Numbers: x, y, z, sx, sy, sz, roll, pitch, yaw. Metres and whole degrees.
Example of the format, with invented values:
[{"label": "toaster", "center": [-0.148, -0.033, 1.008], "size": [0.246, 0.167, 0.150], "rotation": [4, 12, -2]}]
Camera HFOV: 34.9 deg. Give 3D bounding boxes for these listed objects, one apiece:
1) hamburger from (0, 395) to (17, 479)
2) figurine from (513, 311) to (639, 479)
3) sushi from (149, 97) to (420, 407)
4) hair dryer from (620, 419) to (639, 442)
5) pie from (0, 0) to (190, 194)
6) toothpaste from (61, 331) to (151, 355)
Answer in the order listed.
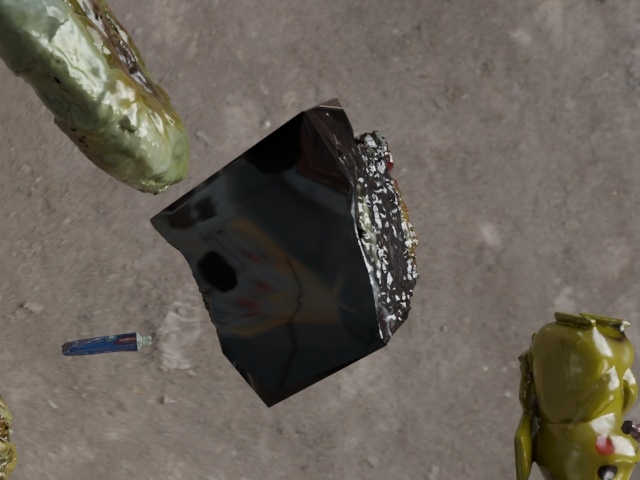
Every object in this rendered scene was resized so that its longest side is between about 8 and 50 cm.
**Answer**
[{"label": "hamburger", "center": [-0.462, 0.227, 1.208], "size": [0.206, 0.183, 0.130], "rotation": [2, 59, -3]}, {"label": "figurine", "center": [0.381, 0.267, 1.518], "size": [0.218, 0.169, 0.326], "rotation": [8, 75, -46]}, {"label": "sushi", "center": [0.001, 0.001, 1.054], "size": [0.227, 0.215, 0.212], "rotation": [57, 29, -2]}, {"label": "hair dryer", "center": [0.412, 0.249, 1.236], "size": [0.154, 0.106, 0.054], "rotation": [25, 101, -33]}, {"label": "pie", "center": [-0.193, -0.156, 0.798], "size": [0.071, 0.306, 0.306], "rotation": [-36, 99, 5]}, {"label": "toothpaste", "center": [-0.200, 0.097, 0.949], "size": [0.083, 0.027, 0.019], "rotation": [-6, 110, -10]}]
